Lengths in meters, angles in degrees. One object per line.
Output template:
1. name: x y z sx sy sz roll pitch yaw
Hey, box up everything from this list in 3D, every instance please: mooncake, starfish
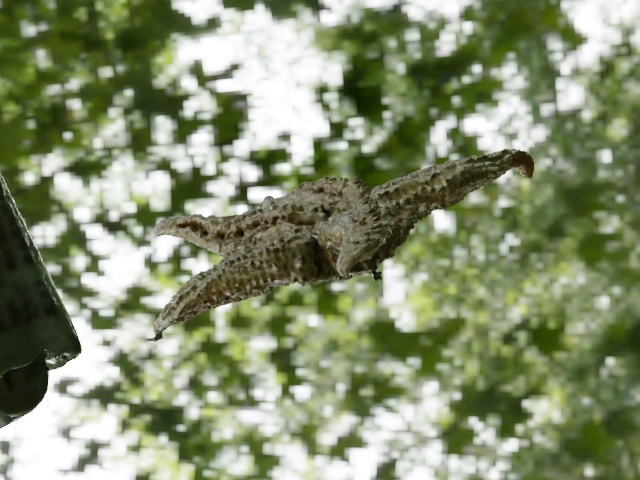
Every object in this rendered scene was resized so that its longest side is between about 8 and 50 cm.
1. mooncake: -0.285 0.026 1.221 0.136 0.250 0.254 -20 -99 -36
2. starfish: -0.016 0.006 1.504 0.301 0.293 0.084 -39 -66 -52
